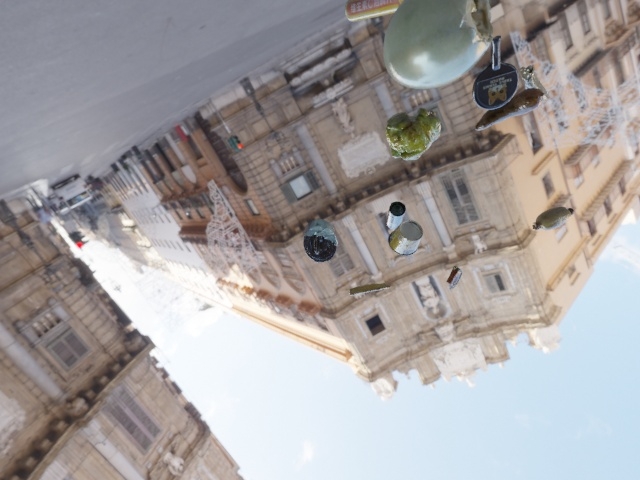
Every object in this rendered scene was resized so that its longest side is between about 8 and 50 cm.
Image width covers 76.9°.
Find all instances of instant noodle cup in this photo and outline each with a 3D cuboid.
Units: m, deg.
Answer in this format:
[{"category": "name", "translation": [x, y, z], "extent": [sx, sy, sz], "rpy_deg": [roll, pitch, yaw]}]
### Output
[{"category": "instant noodle cup", "translation": [0.403, -0.017, 1.875], "extent": [0.151, 0.151, 0.122], "rpy_deg": [-38, 165, -24]}]

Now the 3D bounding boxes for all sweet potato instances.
[{"category": "sweet potato", "translation": [0.801, -0.559, 1.721], "extent": [0.291, 0.097, 0.097], "rpy_deg": [-22, -161, 39]}]

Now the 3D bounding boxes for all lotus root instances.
[{"category": "lotus root", "translation": [0.784, -0.075, 1.369], "extent": [0.150, 0.062, 0.073], "rpy_deg": [-25, -152, 0]}]

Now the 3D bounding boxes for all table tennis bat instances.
[{"category": "table tennis bat", "translation": [0.565, -0.535, 1.303], "extent": [0.150, 0.236, 0.027], "rpy_deg": [-15, -138, 8]}]

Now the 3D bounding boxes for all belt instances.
[{"category": "belt", "translation": [0.000, 0.000, 1.778], "extent": [0.151, 0.198, 0.078], "rpy_deg": [-6, -148, 4]}]

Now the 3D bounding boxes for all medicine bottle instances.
[{"category": "medicine bottle", "translation": [0.267, -0.968, 1.642], "extent": [0.108, 0.108, 0.426], "rpy_deg": [-37, -146, -22]}]

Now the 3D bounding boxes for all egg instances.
[{"category": "egg", "translation": [0.333, -0.604, 1.209], "extent": [0.278, 0.278, 0.336], "rpy_deg": [-42, -161, -32]}]

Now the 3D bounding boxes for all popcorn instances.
[{"category": "popcorn", "translation": [0.445, -0.512, 1.929], "extent": [0.276, 0.225, 0.277], "rpy_deg": [-7, -121, 11]}]

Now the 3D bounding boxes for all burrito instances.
[{"category": "burrito", "translation": [0.918, -0.665, 1.739], "extent": [0.060, 0.226, 0.087], "rpy_deg": [-53, -140, 8]}]

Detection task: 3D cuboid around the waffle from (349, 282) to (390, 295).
[{"category": "waffle", "translation": [0.220, 0.185, 1.608], "extent": [0.191, 0.032, 0.125], "rpy_deg": [-15, 173, 35]}]

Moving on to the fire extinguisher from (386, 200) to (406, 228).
[{"category": "fire extinguisher", "translation": [0.423, -0.127, 2.282], "extent": [0.093, 0.118, 0.294], "rpy_deg": [-43, 164, -9]}]

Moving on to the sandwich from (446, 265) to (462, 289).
[{"category": "sandwich", "translation": [0.520, 0.147, 1.568], "extent": [0.069, 0.101, 0.026], "rpy_deg": [1, -155, -47]}]
